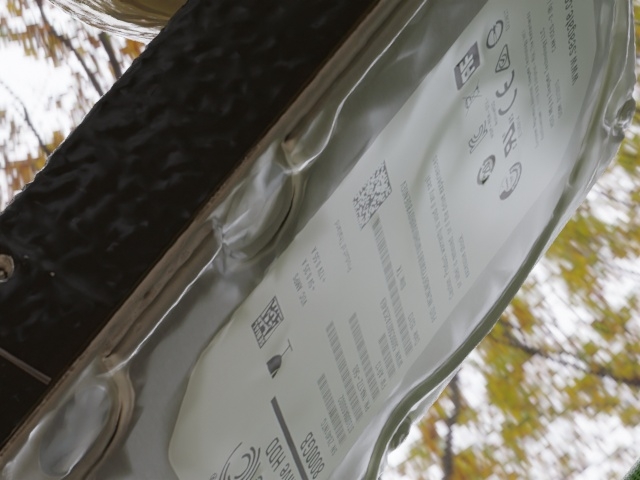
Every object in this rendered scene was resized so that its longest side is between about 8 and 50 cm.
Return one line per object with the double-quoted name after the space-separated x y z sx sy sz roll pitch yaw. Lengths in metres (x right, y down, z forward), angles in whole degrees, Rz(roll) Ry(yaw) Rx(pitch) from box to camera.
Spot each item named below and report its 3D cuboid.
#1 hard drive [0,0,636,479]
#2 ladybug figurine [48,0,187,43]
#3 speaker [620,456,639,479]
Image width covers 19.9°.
0.000 0.000 0.645 0.339 0.064 0.237 -50 -28 -21 "hard drive"
-0.037 -0.247 0.692 0.305 0.162 0.449 0 -45 -9 "ladybug figurine"
0.170 0.063 0.532 0.131 0.131 0.296 39 -89 -19 "speaker"
